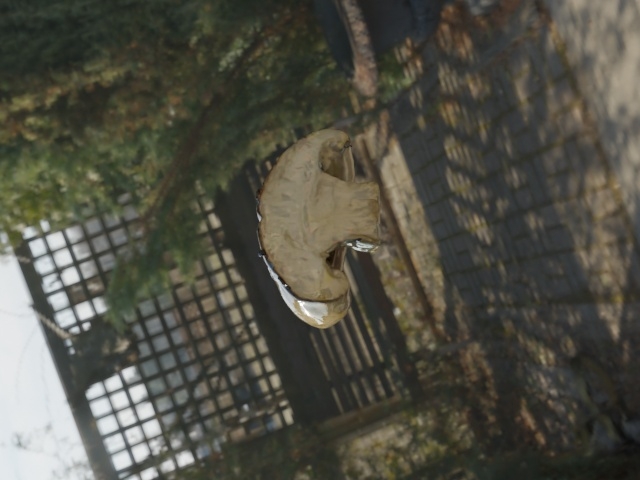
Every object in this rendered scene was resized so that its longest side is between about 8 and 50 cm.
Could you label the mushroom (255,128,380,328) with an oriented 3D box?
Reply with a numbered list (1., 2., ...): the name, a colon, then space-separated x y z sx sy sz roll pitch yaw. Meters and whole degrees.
1. mushroom: 0.000 0.000 1.157 0.151 0.156 0.286 85 -173 -52
